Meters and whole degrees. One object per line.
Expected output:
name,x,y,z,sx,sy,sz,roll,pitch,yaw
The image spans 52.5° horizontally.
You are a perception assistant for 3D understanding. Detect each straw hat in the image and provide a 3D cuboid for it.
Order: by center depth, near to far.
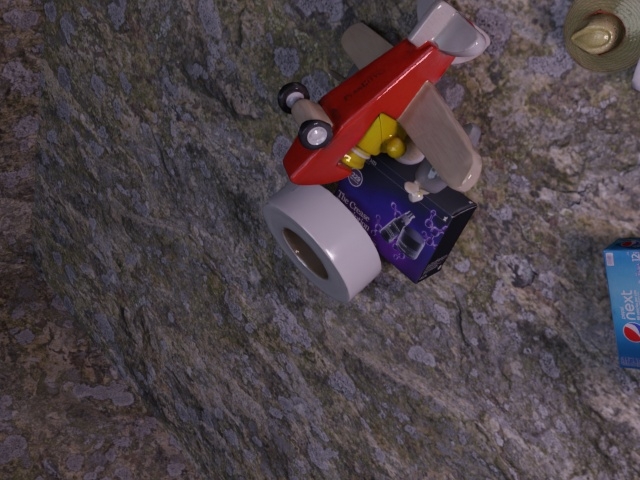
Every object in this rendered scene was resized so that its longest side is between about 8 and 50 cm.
straw hat,0.423,-0.315,0.992,0.144,0.061,0.144,32,137,35

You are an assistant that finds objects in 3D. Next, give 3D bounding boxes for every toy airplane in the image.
toy airplane,0.146,-0.252,1.182,0.384,0.386,0.272,4,153,35

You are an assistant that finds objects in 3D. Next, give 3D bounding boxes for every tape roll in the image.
tape roll,0.000,0.000,1.425,0.286,0.100,0.286,45,164,16

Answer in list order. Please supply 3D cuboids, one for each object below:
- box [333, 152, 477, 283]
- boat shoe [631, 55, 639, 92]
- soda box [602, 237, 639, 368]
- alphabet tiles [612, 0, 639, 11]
box,0.161,-0.069,1.337,0.261,0.103,0.184,42,128,24
boat shoe,0.510,-0.317,0.876,0.088,0.096,0.267,28,128,27
soda box,0.527,0.105,1.074,0.067,0.071,0.210,-1,106,45
alphabet tiles,0.545,-0.403,0.884,0.284,0.021,0.278,6,114,43
